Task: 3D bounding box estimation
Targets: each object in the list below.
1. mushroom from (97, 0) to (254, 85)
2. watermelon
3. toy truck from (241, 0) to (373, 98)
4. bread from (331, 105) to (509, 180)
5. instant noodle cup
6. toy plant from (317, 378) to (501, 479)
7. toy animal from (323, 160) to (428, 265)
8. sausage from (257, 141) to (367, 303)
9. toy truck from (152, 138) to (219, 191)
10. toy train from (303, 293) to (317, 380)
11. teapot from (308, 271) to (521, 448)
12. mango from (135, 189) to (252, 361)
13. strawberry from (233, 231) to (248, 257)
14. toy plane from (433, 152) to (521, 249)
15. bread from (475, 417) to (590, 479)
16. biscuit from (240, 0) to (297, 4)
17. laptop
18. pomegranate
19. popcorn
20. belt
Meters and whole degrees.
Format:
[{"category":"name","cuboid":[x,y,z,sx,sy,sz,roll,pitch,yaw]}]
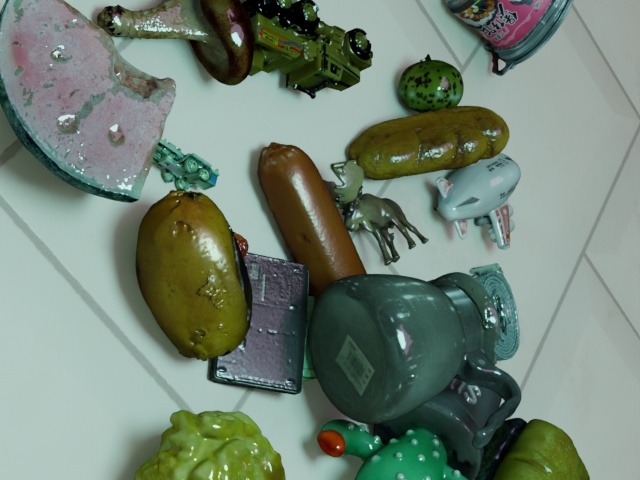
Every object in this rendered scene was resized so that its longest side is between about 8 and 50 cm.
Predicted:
[{"category":"mushroom","cuboid":[-0.222,-0.320,1.647,0.217,0.148,0.227,-22,84,-28]},{"category":"watermelon","cuboid":[-0.315,-0.197,1.461,0.226,0.148,0.318,-29,98,-24]},{"category":"toy truck","cuboid":[-0.033,-0.309,1.809,0.257,0.127,0.127,13,65,-44]},{"category":"bread","cuboid":[0.174,-0.163,1.957,0.344,0.124,0.084,-15,132,-19]},{"category":"instant noodle cup","cuboid":[0.365,-0.503,2.201,0.181,0.258,0.303,26,88,-21]},{"category":"toy plant","cuboid":[0.152,0.333,1.763,0.279,0.185,0.400,43,39,0]},{"category":"toy animal","cuboid":[0.081,-0.046,1.858,0.186,0.093,0.214,57,15,8]},{"category":"sausage","cuboid":[0.000,0.000,1.775,0.097,0.094,0.349,-37,105,-42]},{"category":"toy truck","cuboid":[-0.220,-0.141,1.616,0.175,0.067,0.081,34,55,-34]},{"category":"toy train","cuboid":[-0.038,0.148,1.734,0.071,0.038,0.148,13,69,-45]},{"category":"teapot","cuboid":[0.174,0.156,1.682,0.285,0.305,0.224,-10,108,-38]},{"category":"mango","cuboid":[-0.181,0.053,1.547,0.151,0.156,0.249,-22,110,-24]},{"category":"strawberry","cuboid":[-0.148,0.011,1.631,0.073,0.083,0.073,32,53,-54]},{"category":"toy plane","cuboid":[0.301,-0.099,2.093,0.252,0.118,0.252,17,66,-44]},{"category":"bread","cuboid":[0.338,0.482,1.906,0.376,0.208,0.251,-48,117,-46]},{"category":"biscuit","cuboid":[-0.087,-0.463,1.864,0.121,0.040,0.200,18,65,-43]},{"category":"laptop","cuboid":[-0.087,0.122,1.673,0.153,0.026,0.207,13,69,-22]},{"category":"pomegranate","cuboid":[0.202,-0.263,2.048,0.122,0.122,0.162,-1,102,-45]},{"category":"popcorn","cuboid":[-0.140,0.329,1.476,0.216,0.181,0.235,-14,93,-48]},{"category":"belt","cuboid":[0.313,0.143,2.056,0.147,0.082,0.163,-37,106,-48]}]
